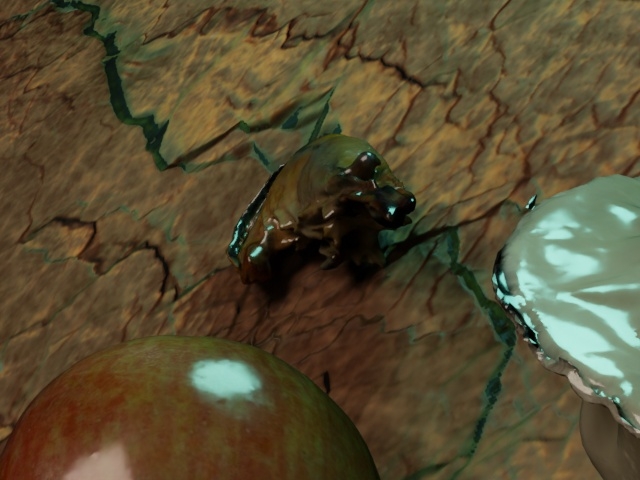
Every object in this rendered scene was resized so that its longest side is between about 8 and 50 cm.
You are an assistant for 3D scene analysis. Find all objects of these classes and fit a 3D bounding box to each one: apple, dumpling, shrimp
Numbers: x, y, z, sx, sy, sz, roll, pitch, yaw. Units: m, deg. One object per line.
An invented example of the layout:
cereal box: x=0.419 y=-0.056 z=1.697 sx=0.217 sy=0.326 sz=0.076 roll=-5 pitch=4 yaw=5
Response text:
apple: x=-0.061 y=0.144 z=0.712 sx=0.188 sy=0.188 sz=0.174 roll=-29 pitch=40 yaw=25
dumpling: x=0.148 y=0.043 z=0.612 sx=0.247 sy=0.172 sz=0.142 roll=-94 pitch=25 yaw=-60
shrimp: x=0.009 y=-0.003 z=0.942 sx=0.117 sy=0.066 sz=0.262 roll=-59 pitch=15 yaw=3
